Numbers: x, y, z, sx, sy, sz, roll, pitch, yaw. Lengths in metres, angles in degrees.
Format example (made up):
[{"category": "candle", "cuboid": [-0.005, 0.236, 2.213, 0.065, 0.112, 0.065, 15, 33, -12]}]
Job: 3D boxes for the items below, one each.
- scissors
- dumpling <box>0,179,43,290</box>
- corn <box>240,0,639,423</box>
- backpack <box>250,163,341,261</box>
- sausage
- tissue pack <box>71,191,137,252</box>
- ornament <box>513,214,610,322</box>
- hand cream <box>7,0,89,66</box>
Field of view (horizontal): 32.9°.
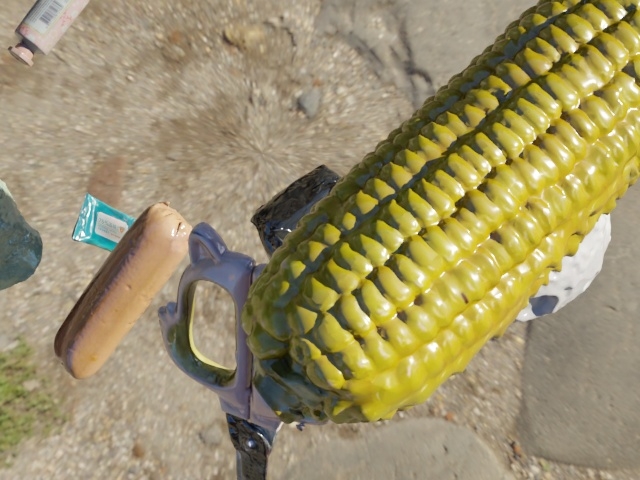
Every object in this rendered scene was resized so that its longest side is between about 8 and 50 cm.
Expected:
[{"category": "scissors", "cuboid": [-0.050, 0.132, 0.802, 0.160, 0.024, 0.317, 18, 129, 21]}, {"category": "dumpling", "cuboid": [-0.404, -0.017, 1.174, 0.219, 0.108, 0.153, 38, 70, -22]}, {"category": "corn", "cuboid": [0.102, -0.041, 0.575, 0.363, 0.120, 0.120, -44, 95, -7]}, {"category": "backpack", "cuboid": [-0.002, 0.003, 1.207, 0.120, 0.106, 0.165, -33, 136, -12]}, {"category": "sausage", "cuboid": [-0.272, 0.069, 1.481, 0.086, 0.086, 0.289, 36, 111, -5]}, {"category": "tissue pack", "cuboid": [-0.359, -0.018, 1.822, 0.028, 0.138, 0.085, -1, 69, 33]}, {"category": "ornament", "cuboid": [0.317, -0.035, 1.792, 0.337, 0.337, 0.337, 0, 95, -3]}, {"category": "hand cream", "cuboid": [-0.279, -0.289, 1.225, 0.067, 0.043, 0.210, 32, 81, 20]}]
